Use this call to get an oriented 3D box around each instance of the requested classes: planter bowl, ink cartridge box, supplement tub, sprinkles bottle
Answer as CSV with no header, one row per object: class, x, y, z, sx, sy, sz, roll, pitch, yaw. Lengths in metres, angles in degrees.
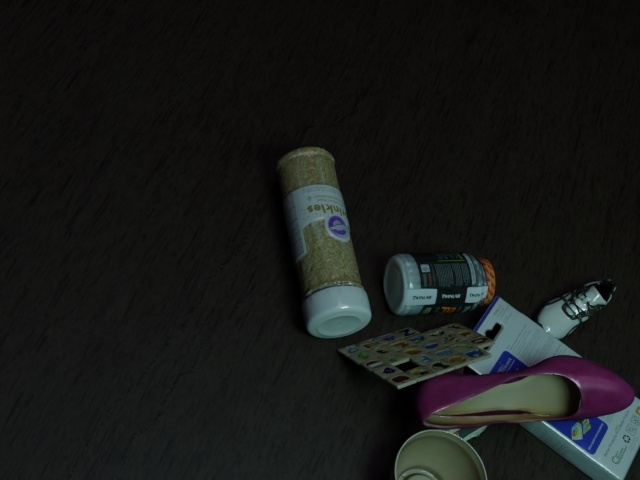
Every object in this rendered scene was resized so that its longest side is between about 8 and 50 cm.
planter bowl,0.183,0.411,1.711,0.162,0.109,0.162,8,57,-13
ink cartridge box,0.430,0.279,1.908,0.371,0.069,0.176,38,56,4
supplement tub,0.224,0.080,1.932,0.190,0.117,0.117,-1,59,-19
sprinkles bottle,0.000,0.000,1.905,0.121,0.121,0.355,-1,59,-20

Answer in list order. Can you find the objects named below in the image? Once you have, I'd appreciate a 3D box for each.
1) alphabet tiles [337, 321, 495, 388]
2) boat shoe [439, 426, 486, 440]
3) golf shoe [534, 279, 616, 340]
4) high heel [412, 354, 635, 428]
alphabet tiles,0.181,0.195,1.827,0.237,0.198,0.009,-14,109,-27
boat shoe,0.267,0.332,1.833,0.137,0.049,0.043,-19,109,-30
golf shoe,0.499,0.126,2.006,0.198,0.094,0.077,-29,76,-34
high heel,0.346,0.284,1.743,0.377,0.127,0.181,0,23,8
